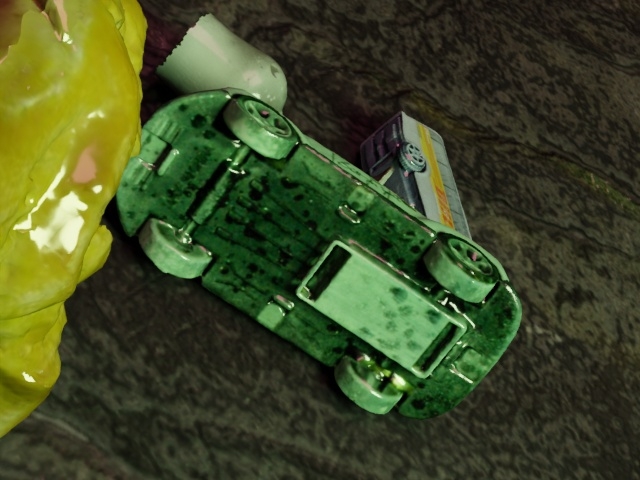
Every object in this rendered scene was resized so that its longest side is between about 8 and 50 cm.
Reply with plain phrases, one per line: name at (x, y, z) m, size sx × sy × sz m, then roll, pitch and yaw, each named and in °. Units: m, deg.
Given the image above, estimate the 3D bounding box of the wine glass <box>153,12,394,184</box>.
wine glass at (-0.038, -0.093, 1.127) m, size 0.195 × 0.079 × 0.079 m, roll 42°, pitch 39°, yaw -2°

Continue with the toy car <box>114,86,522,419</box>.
toy car at (0.000, 0.000, 1.037) m, size 0.306 × 0.136 × 0.125 m, roll 34°, pitch 22°, yaw -7°

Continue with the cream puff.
cream puff at (-0.222, -0.021, 0.772) m, size 0.291 × 0.257 × 0.324 m, roll -13°, pitch 40°, yaw 3°

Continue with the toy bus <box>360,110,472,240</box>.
toy bus at (0.081, -0.016, 1.172) m, size 0.075 × 0.064 × 0.190 m, roll 22°, pitch 42°, yaw -40°
